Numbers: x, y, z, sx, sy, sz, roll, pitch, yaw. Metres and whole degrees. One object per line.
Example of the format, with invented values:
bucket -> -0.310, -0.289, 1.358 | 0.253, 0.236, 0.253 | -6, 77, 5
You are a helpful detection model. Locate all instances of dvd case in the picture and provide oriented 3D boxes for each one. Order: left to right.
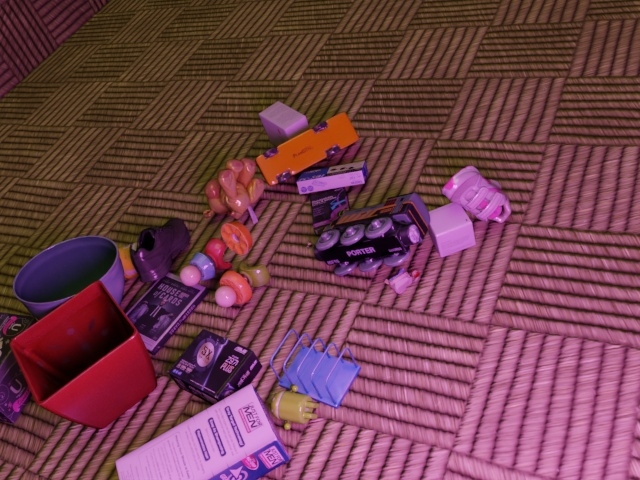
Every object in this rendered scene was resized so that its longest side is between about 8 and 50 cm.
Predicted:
dvd case -> -0.457, 0.202, 1.882 | 0.179, 0.029, 0.238 | 17, 56, 34

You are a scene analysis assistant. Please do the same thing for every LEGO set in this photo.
LEGO set -> -0.001, 0.002, 1.898 | 0.083, 0.023, 0.054 | -19, 43, 4

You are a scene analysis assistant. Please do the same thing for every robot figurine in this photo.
robot figurine -> -0.063, 0.382, 1.508 | 0.115, 0.067, 0.101 | 5, 79, 25

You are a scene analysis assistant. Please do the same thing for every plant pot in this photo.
plant pot -> -0.683, 0.149, 1.868 | 0.293, 0.196, 0.293 | -9, 37, 6
plant pot -> -0.568, 0.313, 1.664 | 0.267, 0.235, 0.267 | -38, 44, -16

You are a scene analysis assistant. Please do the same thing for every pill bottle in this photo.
pill bottle -> -0.629, 0.078, 2.024 | 0.184, 0.103, 0.103 | -17, 43, 6

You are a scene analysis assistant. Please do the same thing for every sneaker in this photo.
sneaker -> -0.488, 0.001, 2.009 | 0.109, 0.130, 0.286 | -12, 31, 16
sneaker -> 0.418, -0.112, 1.705 | 0.103, 0.252, 0.111 | -53, 48, 27

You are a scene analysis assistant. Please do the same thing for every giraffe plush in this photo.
giraffe plush -> -0.292, -0.147, 2.082 | 0.171, 0.210, 0.181 | -5, 8, 40

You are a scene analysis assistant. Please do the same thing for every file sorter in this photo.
file sorter -> -0.015, 0.294, 1.550 | 0.170, 0.104, 0.118 | 13, 53, 33

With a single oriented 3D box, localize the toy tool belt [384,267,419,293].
toy tool belt -> 0.209, 0.095, 1.698 | 0.083, 0.052, 0.051 | -38, 53, -17

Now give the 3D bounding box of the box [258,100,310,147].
box -> -0.114, -0.379, 2.251 | 0.091, 0.130, 0.170 | -37, 45, -16

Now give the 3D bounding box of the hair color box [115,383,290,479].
hair color box -> -0.261, 0.487, 1.456 | 0.347, 0.105, 0.174 | -29, 43, -6

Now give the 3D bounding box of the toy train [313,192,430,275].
toy train -> 0.134, -0.018, 1.742 | 0.334, 0.142, 0.190 | -13, 32, 43

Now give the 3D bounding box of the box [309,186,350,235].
box -> 0.031, -0.091, 1.974 | 0.116, 0.029, 0.162 | -16, 41, 6

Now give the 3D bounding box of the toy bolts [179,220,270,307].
toy bolts -> -0.289, 0.066, 1.824 | 0.229, 0.218, 0.158 | 11, 38, 40

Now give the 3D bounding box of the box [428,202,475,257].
box -> 0.342, -0.030, 1.741 | 0.101, 0.087, 0.102 | -21, 43, 2

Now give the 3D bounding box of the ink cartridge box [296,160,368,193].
ink cartridge box -> 0.038, -0.196, 2.044 | 0.207, 0.046, 0.097 | -9, 23, 15

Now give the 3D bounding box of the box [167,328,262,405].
box -> -0.263, 0.322, 1.644 | 0.180, 0.077, 0.147 | 17, 55, 35

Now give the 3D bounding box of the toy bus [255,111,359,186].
toy bus -> -0.044, -0.292, 2.123 | 0.333, 0.108, 0.130 | -29, 6, -7

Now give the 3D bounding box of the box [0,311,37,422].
box -> -0.861, 0.346, 1.806 | 0.142, 0.163, 0.247 | 5, 49, 22
